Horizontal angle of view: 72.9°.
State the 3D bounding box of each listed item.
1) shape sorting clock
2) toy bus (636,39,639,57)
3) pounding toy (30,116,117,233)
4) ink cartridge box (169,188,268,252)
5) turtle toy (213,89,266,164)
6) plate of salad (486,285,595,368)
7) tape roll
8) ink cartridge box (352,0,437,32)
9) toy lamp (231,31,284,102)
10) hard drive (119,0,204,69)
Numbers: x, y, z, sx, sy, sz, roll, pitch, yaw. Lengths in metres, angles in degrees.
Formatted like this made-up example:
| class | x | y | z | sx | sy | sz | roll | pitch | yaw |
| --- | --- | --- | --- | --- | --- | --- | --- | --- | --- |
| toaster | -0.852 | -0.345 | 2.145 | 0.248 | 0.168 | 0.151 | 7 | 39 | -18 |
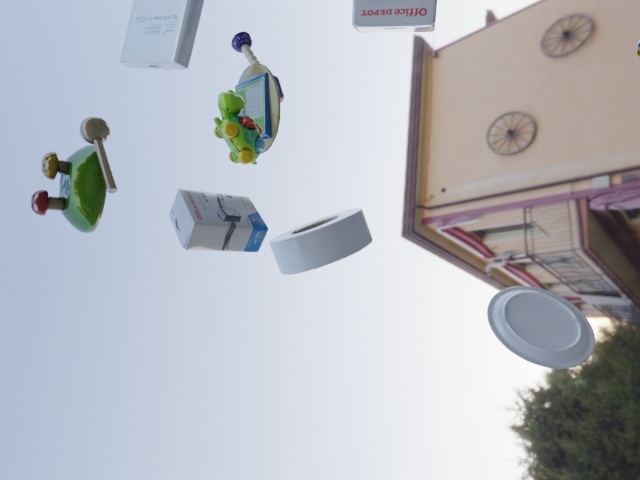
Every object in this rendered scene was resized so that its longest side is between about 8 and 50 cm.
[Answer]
| class | x | y | z | sx | sy | sz | roll | pitch | yaw |
| --- | --- | --- | --- | --- | --- | --- | --- | --- | --- |
| shape sorting clock | -0.150 | -0.306 | 1.017 | 0.040 | 0.206 | 0.206 | -5 | -94 | -38 |
| toy bus | 0.772 | -0.461 | 0.849 | 0.211 | 0.149 | 0.220 | -56 | -15 | 2 |
| pounding toy | -0.492 | -0.120 | 0.845 | 0.110 | 0.237 | 0.183 | 4 | -118 | -41 |
| ink cartridge box | -0.242 | -0.045 | 1.035 | 0.190 | 0.082 | 0.140 | 4 | -143 | -40 |
| turtle toy | -0.139 | -0.188 | 0.736 | 0.066 | 0.095 | 0.130 | -35 | -66 | -14 |
| plate of salad | 0.432 | 0.171 | 0.860 | 0.200 | 0.199 | 0.048 | -50 | -28 | -39 |
| tape roll | 0.000 | 0.000 | 1.236 | 0.286 | 0.286 | 0.100 | -29 | -79 | -46 |
| ink cartridge box | 0.184 | -0.648 | 1.030 | 0.115 | 0.198 | 0.273 | -49 | -38 | -69 |
| toy lamp | -0.192 | -0.528 | 1.339 | 0.080 | 0.080 | 0.275 | -2 | -126 | -47 |
| hard drive | -0.378 | -0.608 | 1.076 | 0.047 | 0.233 | 0.353 | 10 | -86 | -59 |
